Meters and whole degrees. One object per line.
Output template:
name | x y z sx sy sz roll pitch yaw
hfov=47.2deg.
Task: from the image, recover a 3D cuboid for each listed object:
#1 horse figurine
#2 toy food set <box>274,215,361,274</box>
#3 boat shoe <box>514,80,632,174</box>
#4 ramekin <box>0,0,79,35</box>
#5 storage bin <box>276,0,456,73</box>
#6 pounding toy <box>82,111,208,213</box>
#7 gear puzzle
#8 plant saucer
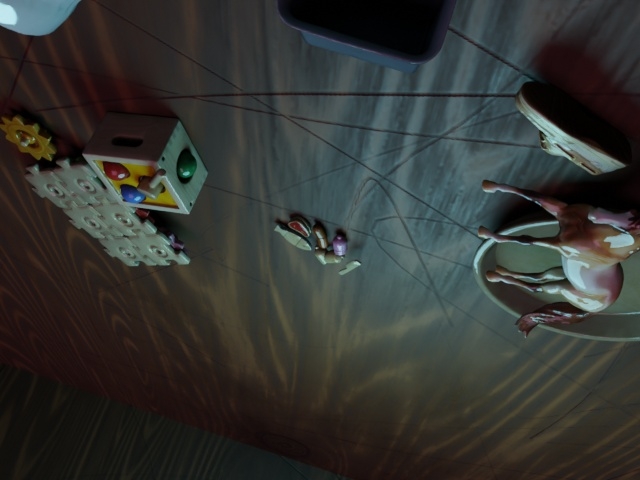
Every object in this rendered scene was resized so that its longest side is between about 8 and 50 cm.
horse figurine | 0.262 0.024 0.786 0.174 0.066 0.263 12 149 26
toy food set | 0.000 0.000 1.037 0.122 0.019 0.078 36 148 -13
boat shoe | 0.231 -0.099 0.689 0.135 0.050 0.045 30 144 -17
ramekin | -0.195 -0.275 0.425 0.135 0.277 0.277 -29 134 10
storage bin | 0.041 -0.196 0.613 0.135 0.098 0.091 17 179 3
pounding toy | -0.215 -0.090 0.926 0.141 0.100 0.130 8 150 20
gear puzzle | -0.348 -0.074 1.106 0.175 0.044 0.339 -4 141 38
plant saucer | 0.325 0.041 0.883 0.278 0.041 0.278 14 150 8
